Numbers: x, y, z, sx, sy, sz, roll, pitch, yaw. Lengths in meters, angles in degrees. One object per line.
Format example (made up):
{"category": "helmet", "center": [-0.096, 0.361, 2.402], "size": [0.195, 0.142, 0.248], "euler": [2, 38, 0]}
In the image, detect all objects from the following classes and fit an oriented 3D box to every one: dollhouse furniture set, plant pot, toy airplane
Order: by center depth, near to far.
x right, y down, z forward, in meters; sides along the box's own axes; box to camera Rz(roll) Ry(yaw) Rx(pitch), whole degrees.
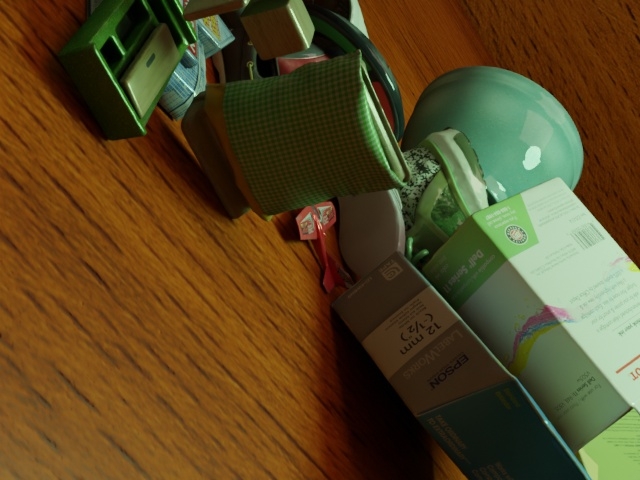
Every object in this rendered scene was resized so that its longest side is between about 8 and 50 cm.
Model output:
{"category": "dollhouse furniture set", "center": [-0.064, -0.110, 1.136], "size": [0.301, 0.198, 0.151], "euler": [62, 32, -34]}
{"category": "toy airplane", "center": [0.000, 0.000, 1.453], "size": [0.151, 0.028, 0.151], "euler": [51, 23, -31]}
{"category": "plant pot", "center": [0.244, -0.099, 1.927], "size": [0.293, 0.293, 0.196], "euler": [56, 45, -22]}

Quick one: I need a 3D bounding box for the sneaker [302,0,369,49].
{"category": "sneaker", "center": [0.028, -0.275, 1.818], "size": [0.123, 0.106, 0.290], "euler": [22, 55, -68]}

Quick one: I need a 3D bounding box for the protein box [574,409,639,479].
{"category": "protein box", "center": [0.417, 0.356, 1.809], "size": [0.200, 0.136, 0.201], "euler": [7, 52, -32]}

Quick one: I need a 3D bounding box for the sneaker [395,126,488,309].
{"category": "sneaker", "center": [0.158, 0.027, 1.668], "size": [0.158, 0.182, 0.410], "euler": [98, -21, -49]}

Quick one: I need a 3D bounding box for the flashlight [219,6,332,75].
{"category": "flashlight", "center": [-0.077, -0.291, 1.529], "size": [0.304, 0.103, 0.103], "euler": [59, 13, -14]}

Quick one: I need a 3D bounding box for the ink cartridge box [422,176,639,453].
{"category": "ink cartridge box", "center": [0.313, 0.110, 1.451], "size": [0.207, 0.119, 0.353], "euler": [-22, 68, -45]}

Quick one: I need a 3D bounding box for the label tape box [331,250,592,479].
{"category": "label tape box", "center": [0.174, 0.196, 1.352], "size": [0.249, 0.115, 0.347], "euler": [51, 2, -35]}

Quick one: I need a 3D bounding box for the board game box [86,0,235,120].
{"category": "board game box", "center": [-0.161, -0.229, 1.277], "size": [0.194, 0.060, 0.194], "euler": [45, 25, -42]}

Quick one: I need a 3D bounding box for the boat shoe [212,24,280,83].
{"category": "boat shoe", "center": [-0.073, -0.166, 1.418], "size": [0.081, 0.069, 0.227], "euler": [39, 30, -52]}

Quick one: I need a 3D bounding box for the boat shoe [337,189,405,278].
{"category": "boat shoe", "center": [0.074, -0.036, 1.600], "size": [0.084, 0.095, 0.258], "euler": [41, 29, -41]}

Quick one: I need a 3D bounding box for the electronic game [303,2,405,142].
{"category": "electronic game", "center": [0.028, -0.216, 1.631], "size": [0.229, 0.048, 0.229], "euler": [43, -21, 21]}
